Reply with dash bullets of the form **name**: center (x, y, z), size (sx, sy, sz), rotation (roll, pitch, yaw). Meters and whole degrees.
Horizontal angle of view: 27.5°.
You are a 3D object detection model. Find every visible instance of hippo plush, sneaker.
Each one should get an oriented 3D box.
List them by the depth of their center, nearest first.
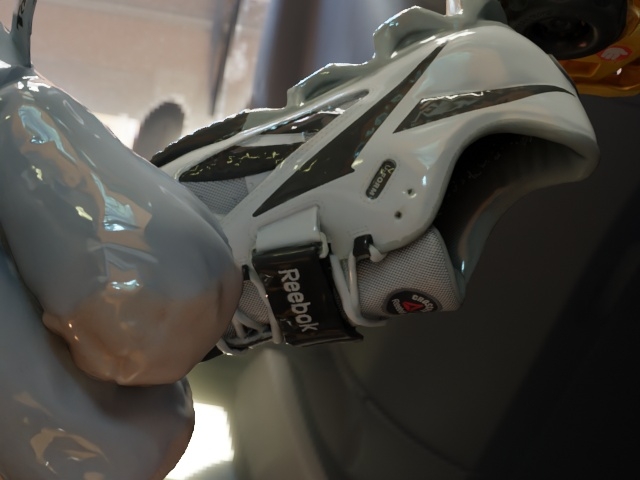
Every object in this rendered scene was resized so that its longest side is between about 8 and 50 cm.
- **hippo plush**: center (-0.184, 0.014, 0.475), size (0.236, 0.234, 0.294), rotation (-23, -48, -47)
- **sneaker**: center (0.000, 0.000, 0.703), size (0.146, 0.330, 0.122), rotation (53, 179, 39)

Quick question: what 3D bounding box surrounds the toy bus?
- **toy bus**: center (0.185, -0.159, 0.871), size (0.211, 0.220, 0.149), rotation (106, 169, -65)
